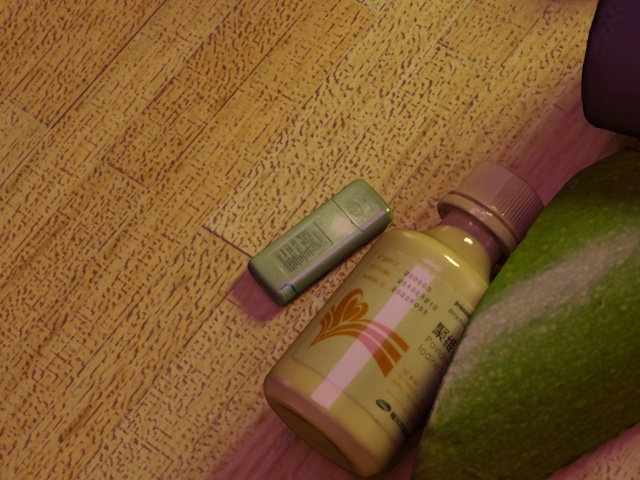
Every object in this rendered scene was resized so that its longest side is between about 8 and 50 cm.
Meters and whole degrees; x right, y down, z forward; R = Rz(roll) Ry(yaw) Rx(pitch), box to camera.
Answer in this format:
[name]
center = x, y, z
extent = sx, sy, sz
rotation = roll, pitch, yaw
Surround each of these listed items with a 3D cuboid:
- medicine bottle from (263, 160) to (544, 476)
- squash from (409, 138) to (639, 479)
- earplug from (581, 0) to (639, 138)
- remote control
[medicine bottle]
center = 0.072, 0.052, 1.232
extent = 0.114, 0.114, 0.252
rotation = 32, 73, 27
[squash]
center = 0.149, 0.058, 1.213
extent = 0.288, 0.111, 0.203
rotation = -28, 57, 0
[earplug]
center = 0.435, -0.118, 1.183
extent = 0.455, 0.215, 0.215
rotation = 21, 69, 21
[remote control]
center = 0.000, 0.000, 1.335
extent = 0.124, 0.018, 0.053
rotation = -38, 58, -8
